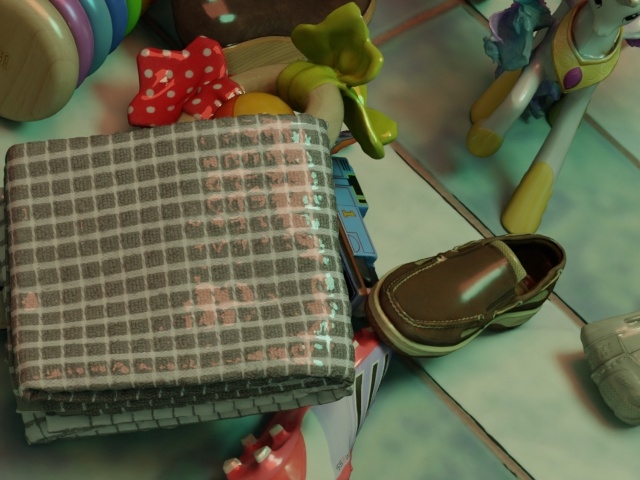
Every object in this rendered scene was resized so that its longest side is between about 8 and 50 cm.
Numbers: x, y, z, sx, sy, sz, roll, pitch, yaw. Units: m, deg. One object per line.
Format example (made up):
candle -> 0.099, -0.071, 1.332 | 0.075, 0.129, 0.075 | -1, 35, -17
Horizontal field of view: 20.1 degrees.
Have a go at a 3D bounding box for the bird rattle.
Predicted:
bird rattle -> -0.064, -0.119, 1.635 | 0.254, 0.143, 0.207 | -2, 38, 13

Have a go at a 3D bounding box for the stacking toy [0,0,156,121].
stacking toy -> -0.216, -0.246, 1.746 | 0.141, 0.141, 0.330 | 35, 42, 5

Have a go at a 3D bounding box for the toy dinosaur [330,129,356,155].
toy dinosaur -> 0.002, -0.091, 1.792 | 0.082, 0.047, 0.090 | 7, 82, -32

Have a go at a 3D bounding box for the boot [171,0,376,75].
boot -> -0.056, -0.268, 1.800 | 0.248, 0.090, 0.206 | -40, 116, -37

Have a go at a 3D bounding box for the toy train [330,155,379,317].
toy train -> 0.000, 0.000, 1.671 | 0.105, 0.080, 0.184 | 1, 51, -33

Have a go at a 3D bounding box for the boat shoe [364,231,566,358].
boat shoe -> 0.139, 0.035, 1.649 | 0.095, 0.095, 0.257 | 53, 33, 15

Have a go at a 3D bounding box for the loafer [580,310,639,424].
loafer -> 0.388, 0.077, 1.770 | 0.319, 0.112, 0.111 | -18, 70, -36

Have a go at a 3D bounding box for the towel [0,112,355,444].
towel -> -0.121, 0.025, 1.452 | 0.284, 0.121, 0.235 | -6, 73, -4

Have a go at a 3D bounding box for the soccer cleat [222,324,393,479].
soccer cleat -> 0.003, 0.162, 1.544 | 0.095, 0.083, 0.248 | 59, 38, -14

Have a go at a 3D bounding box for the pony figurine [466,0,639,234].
pony figurine -> 0.282, -0.227, 1.803 | 0.303, 0.363, 0.351 | 29, 45, 0

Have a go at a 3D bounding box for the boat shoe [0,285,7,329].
boat shoe -> -0.284, 0.056, 1.510 | 0.125, 0.038, 0.046 | -4, 85, -25
